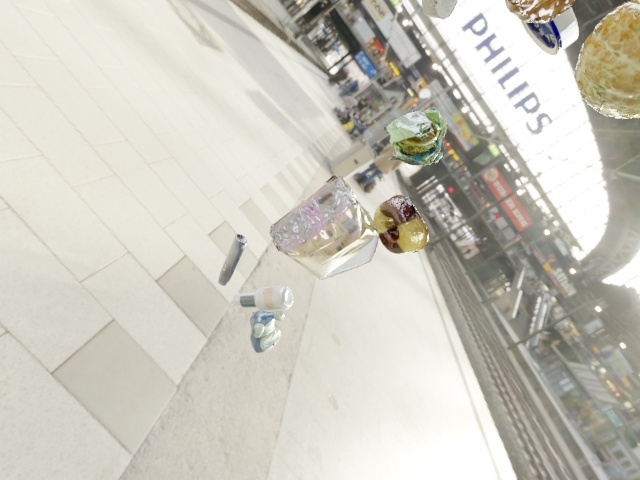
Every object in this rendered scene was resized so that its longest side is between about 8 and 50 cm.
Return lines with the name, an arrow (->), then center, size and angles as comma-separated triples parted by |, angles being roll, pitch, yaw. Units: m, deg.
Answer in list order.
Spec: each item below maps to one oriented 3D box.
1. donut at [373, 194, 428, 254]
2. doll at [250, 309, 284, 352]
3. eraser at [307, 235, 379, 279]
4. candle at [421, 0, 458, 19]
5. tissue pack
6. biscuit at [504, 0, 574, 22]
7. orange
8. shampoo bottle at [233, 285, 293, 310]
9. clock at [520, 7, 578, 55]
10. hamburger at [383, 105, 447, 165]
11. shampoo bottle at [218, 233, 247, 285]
donut -> 0.230, -0.040, 1.328 | 0.073, 0.166, 0.184 | -20, 87, -32
doll -> -0.099, 0.164, 0.814 | 0.050, 0.083, 0.076 | 24, 39, 35
eraser -> 0.000, 0.001, 1.454 | 0.397, 0.213, 0.082 | 29, -48, 60
candle -> 0.350, -0.754, 1.287 | 0.068, 0.168, 0.192 | 35, -10, 41
tissue pack -> 0.024, -0.018, 1.080 | 0.123, 0.215, 0.257 | 56, 7, 27
biscuit -> 0.473, -0.596, 0.868 | 0.107, 0.326, 0.326 | 51, 11, 29
orange -> 0.834, -0.463, 1.135 | 0.329, 0.329, 0.249 | 36, 35, -51
shampoo bottle -> -0.182, 0.183, 1.386 | 0.074, 0.192, 0.074 | -7, 90, -67
clock -> 0.726, -0.712, 1.434 | 0.230, 0.083, 0.230 | 48, 21, -25
hamburger -> 0.407, -0.451, 1.875 | 0.150, 0.260, 0.276 | 78, 6, -61
shampoo bottle -> -0.363, 0.085, 1.828 | 0.049, 0.233, 0.087 | 12, 30, -29
